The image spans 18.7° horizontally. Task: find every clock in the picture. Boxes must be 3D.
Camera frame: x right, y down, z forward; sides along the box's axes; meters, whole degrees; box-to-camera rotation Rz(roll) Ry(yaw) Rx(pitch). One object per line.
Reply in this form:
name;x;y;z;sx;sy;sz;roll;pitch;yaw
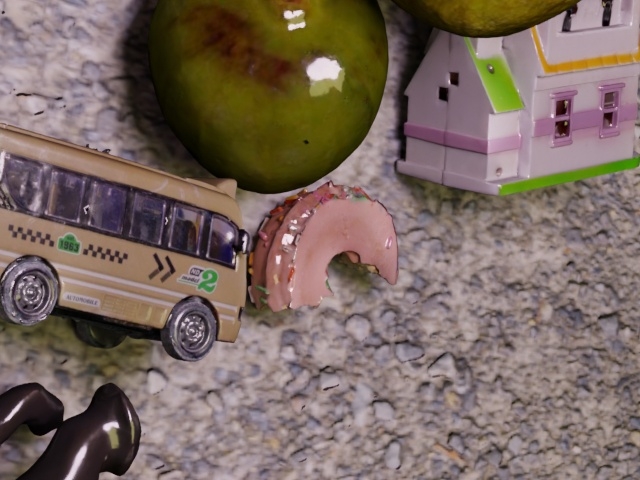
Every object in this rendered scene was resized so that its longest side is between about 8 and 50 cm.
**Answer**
clock;0.200;-0.218;1.869;0.235;0.166;0.309;-11;110;-42

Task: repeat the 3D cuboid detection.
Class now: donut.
donut;0.000;0.000;1.769;0.166;0.065;0.117;-14;106;-43

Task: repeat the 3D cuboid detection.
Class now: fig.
fig;-0.046;-0.138;1.640;0.203;0.203;0.225;-49;165;-28

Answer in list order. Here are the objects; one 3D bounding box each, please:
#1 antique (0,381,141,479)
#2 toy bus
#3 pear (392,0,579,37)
antique;-0.222;0.268;1.468;0.255;0.185;0.322;-19;68;-30
toy bus;-0.193;-0.001;1.537;0.289;0.139;0.157;16;83;-41
pear;0.137;-0.293;1.568;0.375;0.287;0.287;-69;141;-56
